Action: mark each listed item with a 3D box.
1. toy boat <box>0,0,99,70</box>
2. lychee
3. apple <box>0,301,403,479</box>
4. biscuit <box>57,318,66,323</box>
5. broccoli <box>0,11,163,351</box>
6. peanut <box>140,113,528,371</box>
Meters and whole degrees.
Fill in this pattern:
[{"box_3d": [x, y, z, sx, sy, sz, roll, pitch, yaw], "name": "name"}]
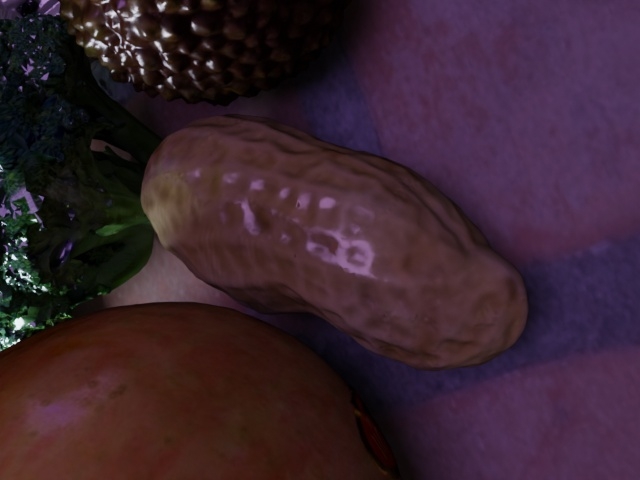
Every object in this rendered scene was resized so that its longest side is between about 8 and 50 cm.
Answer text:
[{"box_3d": [-0.295, -0.193, 0.789, 0.269, 0.141, 0.141, -39, 70, 34], "name": "toy boat"}, {"box_3d": [-0.089, -0.212, 0.621, 0.236, 0.271, 0.236, 7, 114, 15], "name": "lychee"}, {"box_3d": [-0.128, 0.241, 0.557, 0.391, 0.346, 0.391, 1, 93, 29], "name": "apple"}, {"box_3d": [-0.321, 0.185, 0.804, 0.259, 0.079, 0.259, -2, 86, 26], "name": "biscuit"}, {"box_3d": [-0.251, -0.044, 0.698, 0.265, 0.245, 0.294, 41, 109, 44], "name": "broccoli"}, {"box_3d": [0.000, 0.000, 0.623, 0.325, 0.140, 0.153, 27, 117, 21], "name": "peanut"}]
